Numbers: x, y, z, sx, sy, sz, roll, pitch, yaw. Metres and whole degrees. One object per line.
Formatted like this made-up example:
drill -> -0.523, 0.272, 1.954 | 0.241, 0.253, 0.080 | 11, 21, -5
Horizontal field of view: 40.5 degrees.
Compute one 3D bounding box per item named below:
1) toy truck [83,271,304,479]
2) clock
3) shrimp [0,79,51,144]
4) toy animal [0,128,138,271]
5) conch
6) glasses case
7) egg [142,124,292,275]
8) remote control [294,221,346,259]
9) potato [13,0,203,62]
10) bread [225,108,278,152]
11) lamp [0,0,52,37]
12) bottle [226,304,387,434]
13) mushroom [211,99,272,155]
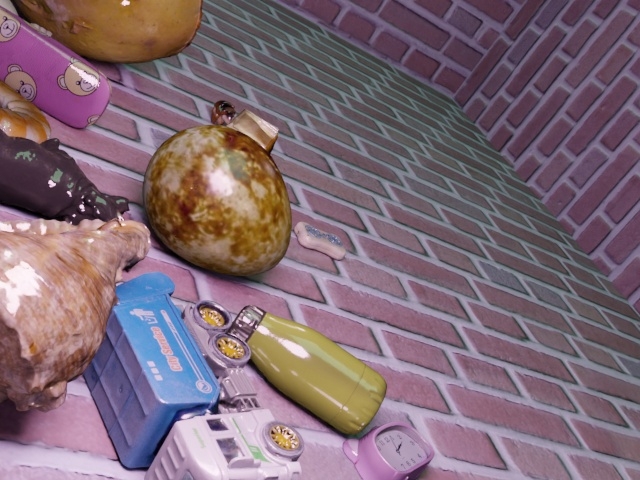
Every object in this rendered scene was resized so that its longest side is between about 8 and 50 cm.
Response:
toy truck -> -0.174, 0.201, 1.106 | 0.175, 0.146, 0.367 | 3, 36, -41
clock -> 0.110, 0.333, 1.373 | 0.110, 0.050, 0.153 | 46, 24, 22
shrimp -> -0.547, -0.222, 1.485 | 0.185, 0.068, 0.287 | 32, 21, -16
toy animal -> -0.421, -0.085, 1.358 | 0.343, 0.106, 0.168 | 30, 22, -24
conch -> -0.357, 0.072, 1.010 | 0.297, 0.210, 0.352 | 19, 11, 26
glasses case -> -0.543, -0.331, 1.627 | 0.316, 0.123, 0.076 | 32, 18, -9
egg -> -0.169, -0.064, 1.503 | 0.289, 0.238, 0.238 | 42, 21, -15
remote control -> 0.000, 0.000, 1.888 | 0.122, 0.032, 0.074 | 21, 28, -32
potato -> -0.495, -0.583, 1.870 | 0.442, 0.385, 0.319 | 34, 32, 23
bread -> -0.176, -0.151, 1.718 | 0.110, 0.192, 0.210 | 37, 22, -6
lamp -> -0.636, -0.435, 1.743 | 0.193, 0.106, 0.106 | 29, 21, -43
bottle -> -0.026, 0.195, 1.365 | 0.260, 0.112, 0.112 | 34, 22, -4
mushroom -> -0.194, -0.263, 2.112 | 0.187, 0.061, 0.060 | 48, 36, -3
